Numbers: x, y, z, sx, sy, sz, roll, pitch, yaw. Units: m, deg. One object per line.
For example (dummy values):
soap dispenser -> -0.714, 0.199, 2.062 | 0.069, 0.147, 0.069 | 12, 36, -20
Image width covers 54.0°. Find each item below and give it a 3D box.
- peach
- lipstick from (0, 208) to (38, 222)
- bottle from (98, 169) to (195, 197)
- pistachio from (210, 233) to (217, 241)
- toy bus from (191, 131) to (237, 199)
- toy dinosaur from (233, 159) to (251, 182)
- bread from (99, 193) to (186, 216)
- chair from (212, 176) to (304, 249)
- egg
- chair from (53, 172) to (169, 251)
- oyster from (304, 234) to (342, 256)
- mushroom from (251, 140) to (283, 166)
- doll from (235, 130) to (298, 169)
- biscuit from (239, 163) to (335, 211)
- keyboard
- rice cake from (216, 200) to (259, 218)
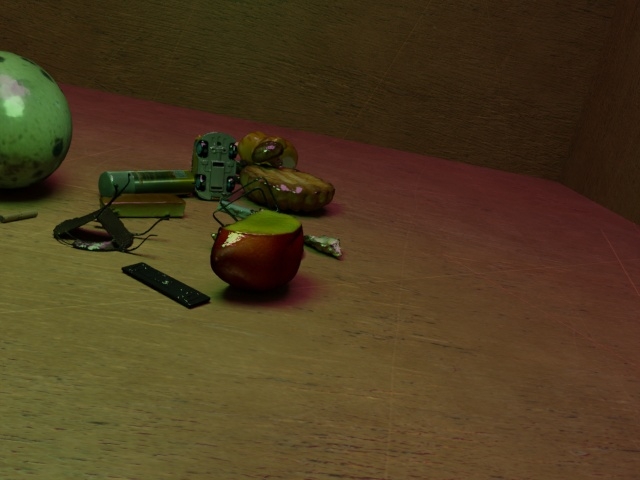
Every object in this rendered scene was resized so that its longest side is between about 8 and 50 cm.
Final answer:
peach -> -0.125, 0.032, 1.359 | 0.154, 0.158, 0.267 | 6, 13, 16
lipstick -> -0.707, -0.058, 1.475 | 0.019, 0.019, 0.094 | 20, 20, 22
bottle -> -0.504, -0.166, 1.839 | 0.082, 0.082, 0.286 | 26, 21, 36
pistachio -> -0.188, 0.019, 1.539 | 0.173, 0.049, 0.089 | 11, -5, 0
toy bus -> -0.344, -0.237, 1.981 | 0.126, 0.209, 0.136 | 0, 11, -31
toy dinosaur -> -0.290, -0.267, 2.292 | 0.187, 0.087, 0.179 | 18, 20, 14
bread -> -0.483, -0.095, 1.692 | 0.226, 0.049, 0.088 | -2, 22, -36
chair -> -0.157, -0.032, 1.643 | 0.145, 0.221, 0.140 | -29, 16, 9
egg -> -0.824, -0.305, 1.630 | 0.345, 0.345, 0.428 | -6, 38, -45
chair -> -0.491, -0.038, 1.455 | 0.213, 0.149, 0.174 | -29, 19, 10
oyster -> 0.000, 0.000, 1.732 | 0.146, 0.045, 0.121 | 8, 20, 11
mushroom -> -0.178, -0.300, 2.152 | 0.109, 0.085, 0.126 | 12, 7, -2
doll -> -0.212, -0.340, 2.461 | 0.167, 0.162, 0.270 | -24, 27, -39
biscuit -> -0.115, -0.172, 2.088 | 0.326, 0.107, 0.325 | 12, 19, -4
keyboard -> -0.320, 0.089, 1.293 | 0.204, 0.013, 0.061 | 23, 21, 28
rice cake -> -0.224, -0.081, 1.853 | 0.180, 0.030, 0.042 | 17, 22, 18
